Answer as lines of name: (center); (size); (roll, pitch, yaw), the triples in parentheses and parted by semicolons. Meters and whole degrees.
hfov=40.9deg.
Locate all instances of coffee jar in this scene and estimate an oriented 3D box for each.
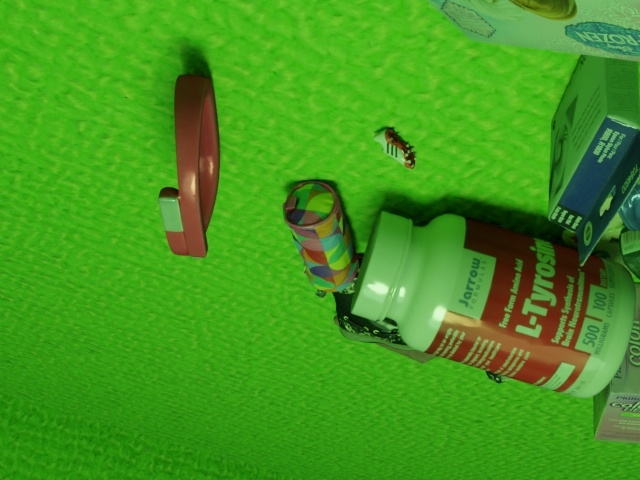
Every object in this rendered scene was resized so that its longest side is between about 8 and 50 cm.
coffee jar: (0.545, -0.003, 1.266); (0.184, 0.079, 0.096); (-24, 129, 41)

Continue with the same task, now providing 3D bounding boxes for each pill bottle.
pill bottle: (0.266, 0.091, 1.375); (0.407, 0.229, 0.229); (16, 150, -1)

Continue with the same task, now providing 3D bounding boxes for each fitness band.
fitness band: (-0.176, -0.099, 1.204); (0.054, 0.209, 0.291); (6, 150, 0)

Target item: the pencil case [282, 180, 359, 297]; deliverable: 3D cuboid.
pencil case: (0.000, 0.000, 1.441); (0.104, 0.104, 0.236); (2, 148, 12)

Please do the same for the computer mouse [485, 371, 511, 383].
computer mouse: (0.400, 0.158, 1.536); (0.272, 0.188, 0.072); (4, 150, -26)

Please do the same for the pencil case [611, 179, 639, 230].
pencil case: (0.540, -0.091, 1.121); (0.306, 0.119, 0.133); (-9, 160, 28)

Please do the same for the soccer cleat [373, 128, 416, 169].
soccer cleat: (0.110, -0.132, 1.255); (0.035, 0.029, 0.083); (-6, 144, 40)

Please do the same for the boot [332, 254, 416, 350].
boot: (0.121, 0.112, 1.570); (0.236, 0.085, 0.179); (1, 135, 27)

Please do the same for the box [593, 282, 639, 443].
box: (0.566, 0.226, 1.556); (0.117, 0.214, 0.243); (2, 149, 12)

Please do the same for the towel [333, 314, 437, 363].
towel: (0.210, 0.144, 1.691); (0.237, 0.037, 0.329); (26, 144, -23)

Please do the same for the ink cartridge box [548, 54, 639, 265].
ink cartridge box: (0.323, -0.118, 1.027); (0.045, 0.224, 0.223); (8, 149, 1)

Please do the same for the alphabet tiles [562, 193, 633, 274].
alphabet tiles: (0.542, -0.012, 1.349); (0.278, 0.021, 0.284); (-20, 139, 37)

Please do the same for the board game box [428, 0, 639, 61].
board game box: (0.154, -0.282, 0.781); (0.318, 0.066, 0.318); (31, 180, -33)
